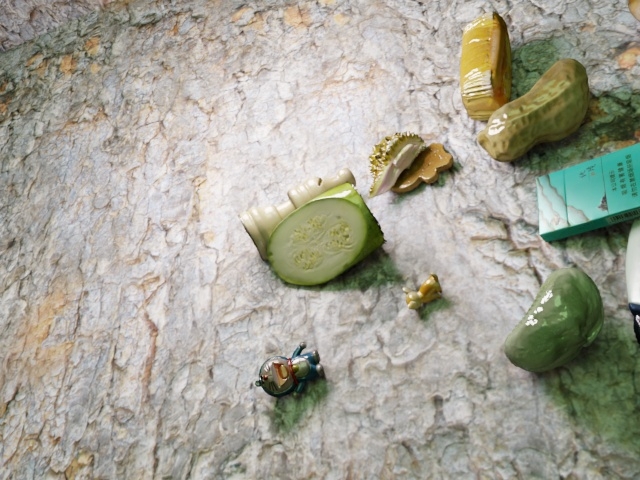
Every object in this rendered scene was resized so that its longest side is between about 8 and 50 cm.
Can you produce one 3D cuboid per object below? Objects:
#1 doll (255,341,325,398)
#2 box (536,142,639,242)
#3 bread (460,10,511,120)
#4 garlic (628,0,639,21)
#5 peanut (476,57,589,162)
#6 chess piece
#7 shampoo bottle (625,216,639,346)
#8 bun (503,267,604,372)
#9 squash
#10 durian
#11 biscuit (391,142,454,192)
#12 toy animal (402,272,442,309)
[{"bbox_3d":[-0.070,0.287,1.358,0.152,0.085,0.114,-17,69,1],"label":"doll"},{"bbox_3d":[0.567,-0.097,1.310,0.226,0.042,0.160,-19,46,37],"label":"box"},{"bbox_3d":[0.423,-0.440,1.605,0.119,0.152,0.288,-9,52,28],"label":"bread"},{"bbox_3d":[0.885,-0.632,1.496,0.338,0.196,0.151,-41,65,-9],"label":"garlic"},{"bbox_3d":[0.512,-0.290,1.458,0.291,0.143,0.159,-39,57,2],"label":"peanut"},{"bbox_3d":[-0.044,-0.080,1.589,0.307,0.138,0.124,-30,9,-5],"label":"chess piece"},{"bbox_3d":[0.651,0.043,1.185,0.134,0.078,0.359,2,57,34],"label":"shampoo bottle"},{"bbox_3d":[0.440,0.156,1.163,0.126,0.204,0.212,36,112,16],"label":"bun"},{"bbox_3d":[0.000,0.000,1.465,0.261,0.189,0.189,-30,48,-3],"label":"squash"},{"bbox_3d":[0.166,-0.200,1.569,0.140,0.078,0.224,9,56,37],"label":"durian"},{"bbox_3d":[0.244,-0.178,1.579,0.184,0.027,0.133,-38,44,-3],"label":"biscuit"},{"bbox_3d":[0.217,0.112,1.354,0.083,0.081,0.060,-17,50,-12],"label":"toy animal"}]
